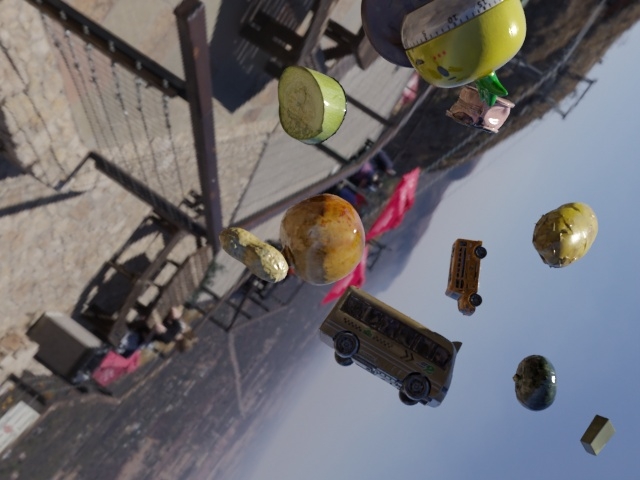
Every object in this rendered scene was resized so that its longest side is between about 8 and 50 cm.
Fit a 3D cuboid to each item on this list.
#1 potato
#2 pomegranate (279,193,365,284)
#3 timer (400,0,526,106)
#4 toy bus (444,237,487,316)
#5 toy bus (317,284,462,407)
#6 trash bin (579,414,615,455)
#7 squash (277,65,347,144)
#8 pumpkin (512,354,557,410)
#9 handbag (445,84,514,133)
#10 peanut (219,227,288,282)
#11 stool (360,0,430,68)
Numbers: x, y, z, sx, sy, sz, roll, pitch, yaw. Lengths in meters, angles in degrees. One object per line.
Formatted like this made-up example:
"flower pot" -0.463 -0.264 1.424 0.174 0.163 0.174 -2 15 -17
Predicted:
"potato" 0.700 -0.013 1.974 0.300 0.140 0.172 -24 122 -46
"pomegranate" 0.000 0.000 1.769 0.248 0.248 0.248 -54 173 -10
"timer" 0.331 -0.416 1.501 0.285 0.285 0.285 -54 173 -10
"toy bus" 0.377 0.096 1.798 0.083 0.088 0.194 100 0 -72
"toy bus" 0.146 0.223 1.435 0.157 0.290 0.139 -57 167 -16
"trash bin" 0.752 0.530 1.872 0.092 0.061 0.043 -43 -154 -19
"squash" -0.041 -0.383 1.983 0.133 0.220 0.220 -4 131 -55
"pumpkin" 0.638 0.423 2.044 0.167 0.125 0.167 -9 90 -75
"handbag" 0.498 -0.410 2.157 0.205 0.179 0.116 -100 -150 -71
"peanut" -0.149 0.029 1.523 0.080 0.174 0.080 -56 -179 2
"stool" 0.237 -0.566 1.700 0.272 0.272 0.178 -57 -176 17
